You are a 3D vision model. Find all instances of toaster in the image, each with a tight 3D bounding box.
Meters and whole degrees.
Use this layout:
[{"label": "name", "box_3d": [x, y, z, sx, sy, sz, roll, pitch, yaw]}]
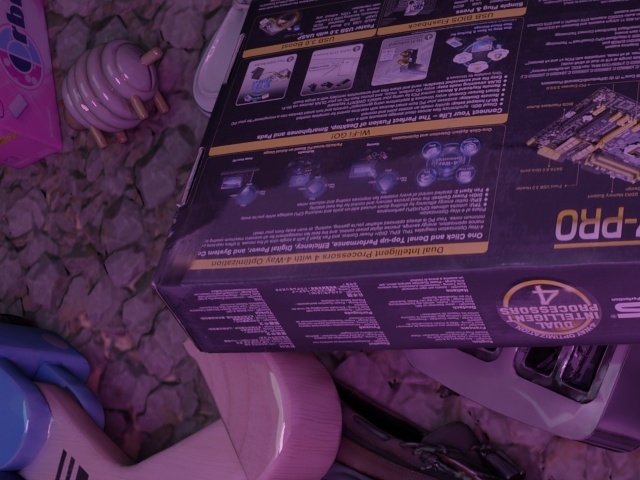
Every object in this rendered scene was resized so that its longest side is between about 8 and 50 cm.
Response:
[{"label": "toaster", "box_3d": [0.166, 0.056, 0.990, 0.168, 0.110, 0.186, 23, 93, 34]}]

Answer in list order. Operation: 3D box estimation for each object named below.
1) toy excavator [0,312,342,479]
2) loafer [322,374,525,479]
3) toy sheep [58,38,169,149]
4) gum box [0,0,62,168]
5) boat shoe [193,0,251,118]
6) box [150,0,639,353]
[{"label": "toy excavator", "box_3d": [-0.234, 0.187, 1.145, 0.445, 0.222, 0.433, 35, 100, 31]}, {"label": "loafer", "box_3d": [0.073, 0.161, 1.038, 0.267, 0.096, 0.084, 13, 81, 35]}, {"label": "toy sheep", "box_3d": [-0.188, -0.140, 1.268, 0.132, 0.091, 0.091, -30, 66, 29]}, {"label": "gum box", "box_3d": [-0.319, -0.176, 1.342, 0.062, 0.107, 0.188, -21, 69, 27]}, {"label": "boat shoe", "box_3d": [-0.037, -0.216, 1.189, 0.095, 0.084, 0.258, 43, 103, 31]}, {"label": "box", "box_3d": [0.110, -0.079, 0.951, 0.395, 0.097, 0.318, -4, 49, 24]}]
